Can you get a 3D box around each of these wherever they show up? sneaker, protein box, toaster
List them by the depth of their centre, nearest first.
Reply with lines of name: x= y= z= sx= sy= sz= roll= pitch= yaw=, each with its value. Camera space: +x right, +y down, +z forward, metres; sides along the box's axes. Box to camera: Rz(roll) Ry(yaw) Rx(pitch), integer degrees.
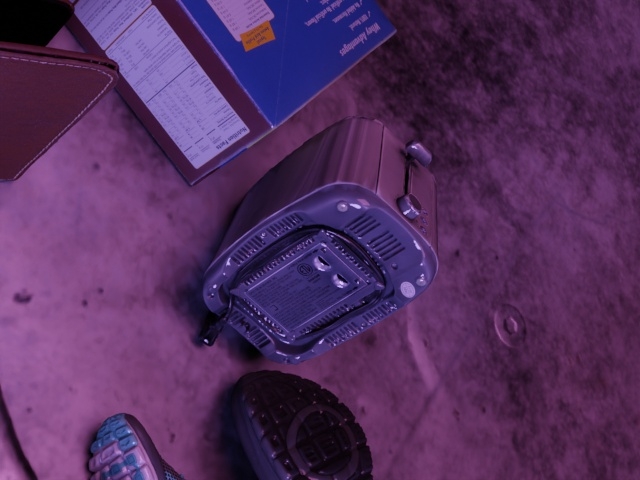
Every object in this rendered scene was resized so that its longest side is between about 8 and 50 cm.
sneaker: x=-0.116 y=0.204 z=0.811 sx=0.076 sy=0.065 sz=0.166 roll=-26 pitch=93 yaw=-58
sneaker: x=-0.004 y=0.235 z=0.848 sx=0.109 sy=0.130 sz=0.286 roll=-3 pitch=52 yaw=-45
toaster: x=0.000 y=0.000 z=0.889 sx=0.129 sy=0.227 sz=0.146 roll=42 pitch=35 yaw=-19
protein box: x=-0.080 y=-0.197 z=0.934 sx=0.201 sy=0.136 sz=0.200 roll=53 pitch=49 yaw=-9

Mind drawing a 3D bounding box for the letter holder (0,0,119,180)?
letter holder: x=-0.310 y=-0.142 z=0.680 sx=0.302 sy=0.214 sz=0.152 roll=-3 pitch=75 yaw=-39
